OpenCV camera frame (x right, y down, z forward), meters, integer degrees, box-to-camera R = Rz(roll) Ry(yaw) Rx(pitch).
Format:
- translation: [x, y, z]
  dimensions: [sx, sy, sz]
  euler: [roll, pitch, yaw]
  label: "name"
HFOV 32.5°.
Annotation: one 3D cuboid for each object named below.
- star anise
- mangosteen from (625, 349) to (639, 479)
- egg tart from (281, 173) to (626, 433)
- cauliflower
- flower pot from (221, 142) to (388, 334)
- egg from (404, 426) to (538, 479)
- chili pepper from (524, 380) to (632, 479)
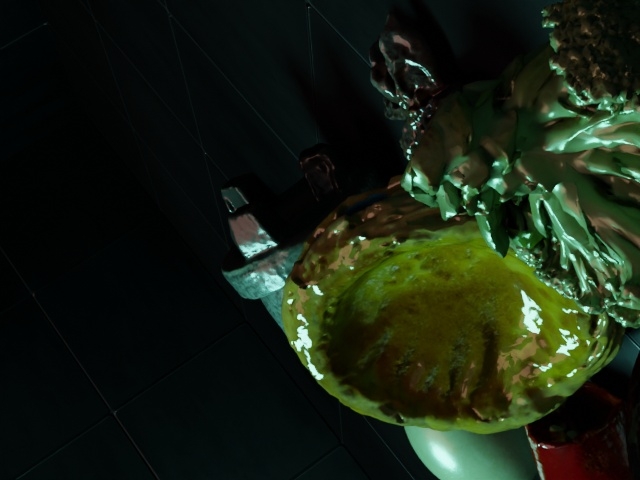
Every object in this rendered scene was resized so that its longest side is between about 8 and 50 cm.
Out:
- translation: [0.122, -0.147, 1.265]
  dimensions: [0.212, 0.073, 0.197]
  euler: [50, 165, 24]
  label: "star anise"
- translation: [0.351, 0.111, 0.656]
  dimensions: [0.306, 0.306, 0.359]
  euler: [51, 154, 19]
  label: "mangosteen"
- translation: [0.152, 0.061, 1.246]
  dimensions: [0.169, 0.388, 0.387]
  euler: [-80, -29, -52]
  label: "egg tart"
- translation: [0.187, -0.068, 0.847]
  dimensions: [0.272, 0.250, 0.275]
  euler: [-76, -14, -73]
  label: "cauliflower"
- translation: [0.000, 0.000, 1.636]
  dimensions: [0.283, 0.299, 0.299]
  euler: [51, 168, -17]
  label: "flower pot"
- translation: [0.222, 0.268, 1.626]
  dimensions: [0.253, 0.186, 0.186]
  euler: [52, 165, 6]
  label: "egg"
- translation: [0.368, 0.343, 1.413]
  dimensions: [0.131, 0.135, 0.338]
  euler: [21, 140, 62]
  label: "chili pepper"
